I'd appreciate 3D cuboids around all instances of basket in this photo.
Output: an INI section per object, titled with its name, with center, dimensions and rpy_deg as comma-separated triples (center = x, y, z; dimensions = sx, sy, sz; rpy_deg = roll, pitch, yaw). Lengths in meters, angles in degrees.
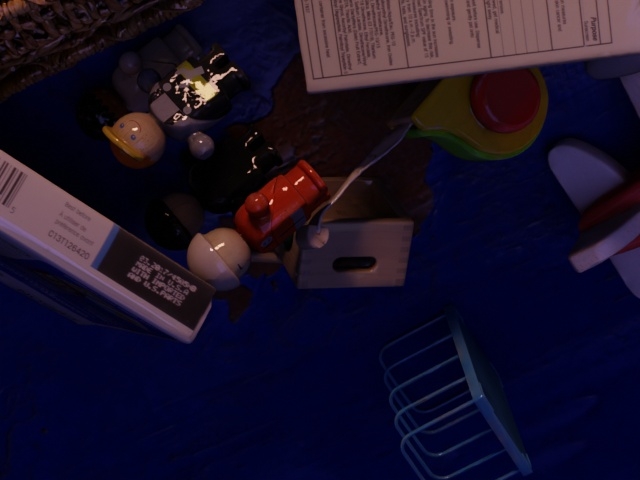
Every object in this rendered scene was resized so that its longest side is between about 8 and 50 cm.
[basket]
center = -0.249, -0.208, 1.264
dimensions = 0.299, 0.213, 0.223
rpy_deg = -24, 119, 3

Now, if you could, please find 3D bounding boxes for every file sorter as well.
[file sorter]
center = 0.136, 0.174, 1.573
dimensions = 0.104, 0.170, 0.118
rpy_deg = -28, 120, 10

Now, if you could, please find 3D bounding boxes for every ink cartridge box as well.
[ink cartridge box]
center = -0.281, -0.011, 1.357
dimensions = 0.303, 0.307, 0.072
rpy_deg = 33, 78, -24

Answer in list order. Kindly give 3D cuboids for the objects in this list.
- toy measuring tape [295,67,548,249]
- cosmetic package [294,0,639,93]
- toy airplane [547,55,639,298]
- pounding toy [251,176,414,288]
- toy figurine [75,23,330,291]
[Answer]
[toy measuring tape]
center = 0.119, -0.086, 1.416
dimensions = 0.330, 0.121, 0.121
rpy_deg = -49, 119, -15
[cosmetic package]
center = 0.132, -0.222, 1.308
dimensions = 0.296, 0.129, 0.153
rpy_deg = -4, 101, 15
[toy airplane]
center = 0.400, -0.074, 1.420
dimensions = 0.386, 0.272, 0.384
rpy_deg = 12, 106, 3
[pounding toy]
center = 0.000, 0.000, 1.483
dimensions = 0.141, 0.130, 0.100
rpy_deg = -1, 116, -17
[toy figurine]
center = -0.118, -0.076, 1.361
dimensions = 0.148, 0.213, 0.209
rpy_deg = -40, 119, -6
